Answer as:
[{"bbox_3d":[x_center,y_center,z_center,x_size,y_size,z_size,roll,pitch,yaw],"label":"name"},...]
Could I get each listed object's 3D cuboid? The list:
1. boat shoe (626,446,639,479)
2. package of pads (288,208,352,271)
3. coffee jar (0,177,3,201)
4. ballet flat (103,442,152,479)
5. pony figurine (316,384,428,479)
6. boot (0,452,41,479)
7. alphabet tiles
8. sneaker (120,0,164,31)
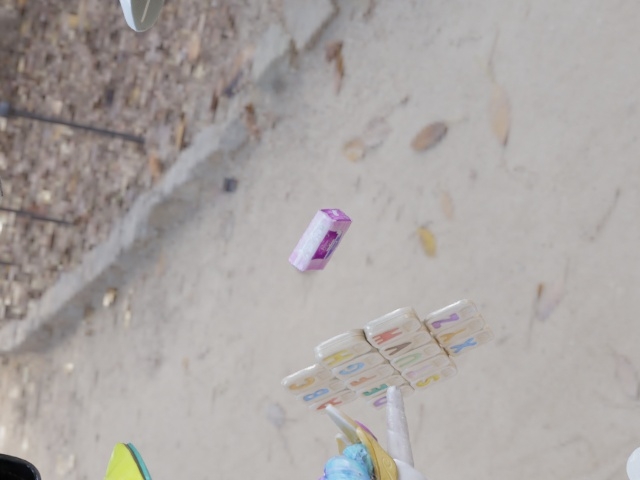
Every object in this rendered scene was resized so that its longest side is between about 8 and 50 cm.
[{"bbox_3d":[0.408,0.317,1.389,0.066,0.063,0.184,-47,34,16],"label":"boat shoe"},{"bbox_3d":[0.000,0.000,1.518,0.032,0.050,0.083,41,113,25],"label":"package of pads"},{"bbox_3d":[-0.355,0.001,1.132,0.096,0.079,0.184,104,178,-59],"label":"coffee jar"},{"bbox_3d":[-0.169,0.268,1.139,0.231,0.077,0.077,40,148,49],"label":"ballet flat"},{"bbox_3d":[0.091,0.323,0.828,0.351,0.363,0.303,-61,11,-19],"label":"pony figurine"},{"bbox_3d":[-0.489,0.324,1.426,0.118,0.338,0.222,-100,10,-48],"label":"boot"},{"bbox_3d":[0.096,0.165,1.650,0.278,0.284,0.021,-24,63,9],"label":"alphabet tiles"},{"bbox_3d":[-0.211,-0.305,1.334,0.061,0.054,0.152,10,116,39],"label":"sneaker"}]
